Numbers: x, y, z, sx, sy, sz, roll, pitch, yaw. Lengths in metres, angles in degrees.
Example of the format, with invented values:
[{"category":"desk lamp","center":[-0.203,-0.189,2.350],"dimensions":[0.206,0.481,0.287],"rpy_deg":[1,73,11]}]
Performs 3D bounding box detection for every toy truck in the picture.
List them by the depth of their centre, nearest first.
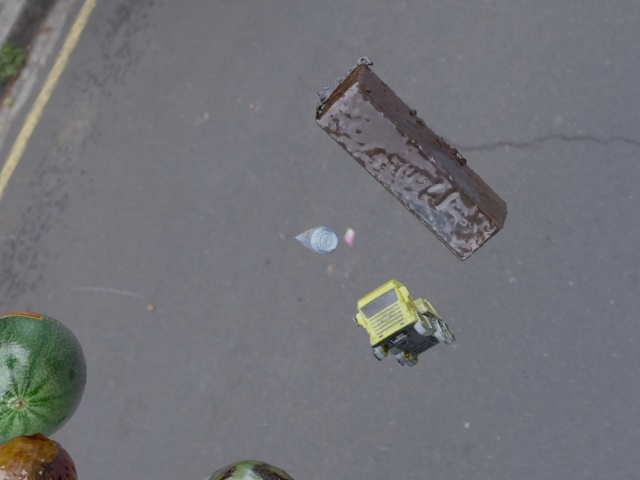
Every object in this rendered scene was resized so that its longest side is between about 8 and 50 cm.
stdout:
[{"category":"toy truck","center":[0.172,0.163,1.774],"dimensions":[0.124,0.272,0.157],"rpy_deg":[-34,65,14]}]

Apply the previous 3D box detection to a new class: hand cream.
[{"category":"hand cream","center":[0.000,0.000,1.314],"dimensions":[0.171,0.065,0.043],"rpy_deg":[180,96,-83]}]

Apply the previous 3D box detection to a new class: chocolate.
[{"category":"chocolate","center":[0.124,-0.110,1.209],"dimensions":[0.112,0.321,0.112],"rpy_deg":[-43,9,22]}]

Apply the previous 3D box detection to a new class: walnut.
[{"category":"walnut","center":[-0.329,0.290,0.940],"dimensions":[0.116,0.116,0.207],"rpy_deg":[-41,29,16]}]

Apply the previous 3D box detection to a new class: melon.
[{"category":"melon","center":[-0.420,0.190,1.192],"dimensions":[0.182,0.182,0.288],"rpy_deg":[-62,11,-5]}]

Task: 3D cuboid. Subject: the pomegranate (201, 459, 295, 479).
[{"category":"pomegranate","center":[-0.091,0.309,0.884],"dimensions":[0.148,0.169,0.148],"rpy_deg":[23,120,47]}]
